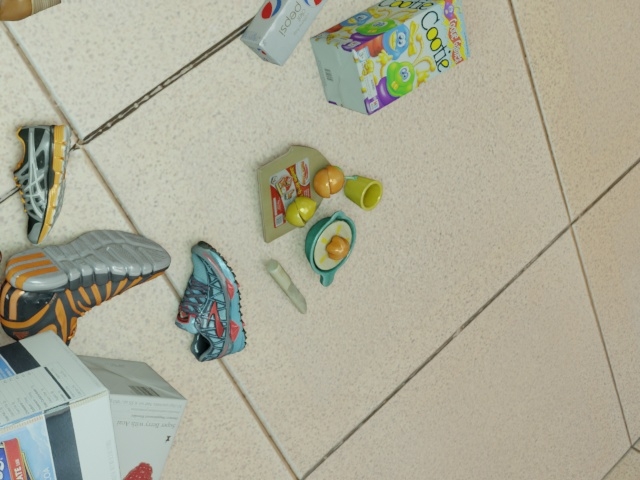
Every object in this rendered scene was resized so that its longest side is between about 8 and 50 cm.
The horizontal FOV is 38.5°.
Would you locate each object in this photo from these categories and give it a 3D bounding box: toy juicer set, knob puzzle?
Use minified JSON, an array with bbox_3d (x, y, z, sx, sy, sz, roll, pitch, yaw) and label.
[{"bbox_3d":[0.000,0.000,1.875,0.209,0.090,0.328,23,95,-53],"label":"toy juicer set"},{"bbox_3d":[-0.052,-0.109,1.845,0.213,0.030,0.213,-27,130,-37],"label":"knob puzzle"}]

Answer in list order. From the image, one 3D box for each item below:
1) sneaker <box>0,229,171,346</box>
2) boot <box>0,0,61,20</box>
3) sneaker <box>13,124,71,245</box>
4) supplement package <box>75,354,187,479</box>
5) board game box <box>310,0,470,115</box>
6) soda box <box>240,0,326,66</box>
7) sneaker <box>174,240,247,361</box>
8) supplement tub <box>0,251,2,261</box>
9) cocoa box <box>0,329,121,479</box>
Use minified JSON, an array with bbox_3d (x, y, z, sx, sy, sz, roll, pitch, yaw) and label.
[{"bbox_3d":[-0.417,0.091,1.601,0.321,0.125,0.180,-9,130,-43],"label":"sneaker"},{"bbox_3d":[-0.482,-0.421,1.359,0.152,0.073,0.197,-24,118,-24],"label":"boot"},{"bbox_3d":[-0.465,-0.095,1.508,0.083,0.084,0.214,10,109,-11],"label":"sneaker"},{"bbox_3d":[-0.399,0.382,1.679,0.178,0.175,0.292,13,100,-42],"label":"supplement package"},{"bbox_3d":[0.143,-0.381,1.814,0.275,0.142,0.144,-33,125,-23],"label":"board game box"},{"bbox_3d":[-0.051,-0.433,1.691,0.074,0.069,0.216,38,84,-42],"label":"soda box"},{"bbox_3d":[-0.221,0.129,1.765,0.125,0.104,0.261,-24,121,-26],"label":"sneaker"},{"bbox_3d":[-0.585,-0.026,1.415,0.106,0.106,0.197,-36,126,-22],"label":"supplement tub"},{"bbox_3d":[-0.445,0.356,1.370,0.228,0.231,0.346,-17,118,-32],"label":"cocoa box"}]
